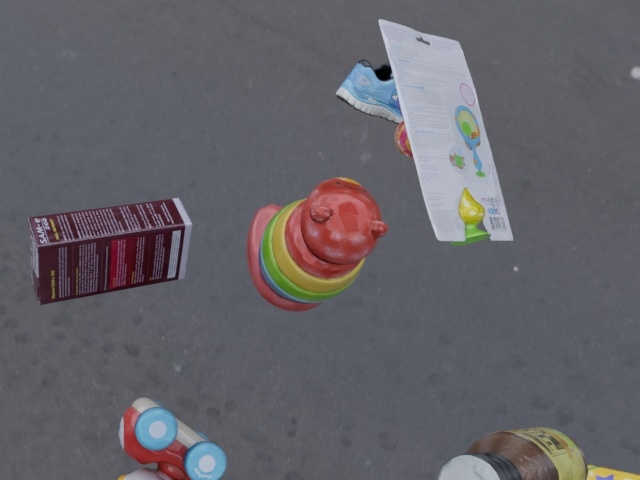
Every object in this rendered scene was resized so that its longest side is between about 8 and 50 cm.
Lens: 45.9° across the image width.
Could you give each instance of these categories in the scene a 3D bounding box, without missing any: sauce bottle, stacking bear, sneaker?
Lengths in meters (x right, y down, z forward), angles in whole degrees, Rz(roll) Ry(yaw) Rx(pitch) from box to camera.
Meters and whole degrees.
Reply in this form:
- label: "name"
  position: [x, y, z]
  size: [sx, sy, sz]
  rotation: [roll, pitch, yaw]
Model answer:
- label: "sauce bottle"
  position: [0.232, 0.279, 0.891]
  size: [0.111, 0.344, 0.111]
  rotation: [-6, 76, 27]
- label: "stacking bear"
  position: [0.000, 0.000, 1.086]
  size: [0.175, 0.289, 0.164]
  rotation: [20, 70, -11]
- label: "sneaker"
  position: [0.098, -0.198, 1.004]
  size: [0.162, 0.073, 0.063]
  rotation: [6, 27, -45]

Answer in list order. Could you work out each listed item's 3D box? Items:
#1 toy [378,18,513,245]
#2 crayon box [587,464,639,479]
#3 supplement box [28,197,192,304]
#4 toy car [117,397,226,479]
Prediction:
- label: "toy"
  position: [0.120, -0.105, 0.799]
  size: [0.137, 0.056, 0.237]
  rotation: [0, 69, -44]
- label: "crayon box"
  position: [0.432, 0.455, 1.143]
  size: [0.323, 0.083, 0.203]
  rotation: [7, 58, 20]
- label: "supplement box"
  position: [-0.335, 0.015, 1.209]
  size: [0.239, 0.130, 0.073]
  rotation: [-10, 47, -28]
- label: "toy car"
  position: [-0.315, 0.433, 1.379]
  size: [0.210, 0.219, 0.238]
  rotation: [38, 73, -10]
